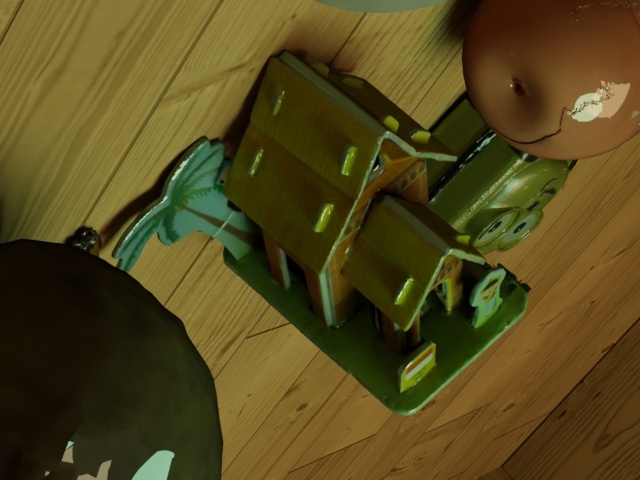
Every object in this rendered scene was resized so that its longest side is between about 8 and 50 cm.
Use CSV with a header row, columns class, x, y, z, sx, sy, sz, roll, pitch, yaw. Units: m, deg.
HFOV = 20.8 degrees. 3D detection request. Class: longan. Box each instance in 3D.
class,x,y,z,sx,sy,sz,roll,pitch,yaw
longan,-0.290,0.210,1.538,0.435,0.404,0.404,-60,161,-2

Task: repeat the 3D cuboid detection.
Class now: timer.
class,x,y,z,sx,sy,sz,roll,pitch,yaw
timer,0.275,-0.205,1.902,0.215,0.229,0.229,-34,161,-34

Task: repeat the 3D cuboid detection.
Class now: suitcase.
class,x,y,z,sx,sy,sz,roll,pitch,yaw
suitcase,0.214,-0.082,2.189,0.235,0.143,0.194,-47,160,20

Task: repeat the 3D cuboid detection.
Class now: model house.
class,x,y,z,sx,sy,sz,roll,pitch,yaw
model house,0.000,0.000,1.769,0.340,0.300,0.323,-40,152,-19

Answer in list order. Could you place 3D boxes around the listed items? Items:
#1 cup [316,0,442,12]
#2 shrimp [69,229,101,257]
class,x,y,z,sx,sy,sz,roll,pitch,yaw
cup,0.049,-0.335,1.251,0.257,0.219,0.289,80,32,-68
shrimp,-0.280,0.061,1.734,0.161,0.049,0.166,-19,151,-52
